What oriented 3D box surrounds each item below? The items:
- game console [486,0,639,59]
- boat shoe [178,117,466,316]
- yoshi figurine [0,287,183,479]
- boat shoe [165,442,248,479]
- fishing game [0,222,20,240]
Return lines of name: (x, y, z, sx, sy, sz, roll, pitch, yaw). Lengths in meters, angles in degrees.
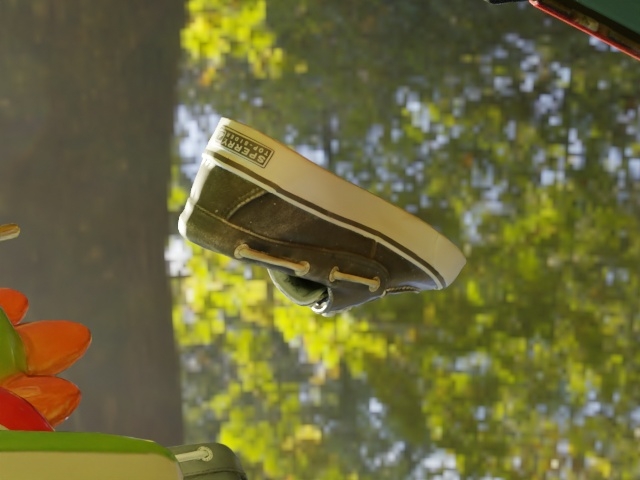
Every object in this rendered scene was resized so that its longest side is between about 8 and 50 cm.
game console: (0.090, -0.136, 0.653, 0.085, 0.124, 0.144, -4, -153, -4)
boat shoe: (0.000, 0.000, 0.923, 0.078, 0.070, 0.219, 28, -178, 37)
yoshi figurine: (-0.171, 0.084, 0.432, 0.203, 0.203, 0.362, 24, -170, -16)
boat shoe: (-0.194, 0.186, 1.128, 0.320, 0.116, 0.099, -2, -122, -12)
fishing game: (-0.229, 0.096, 0.781, 0.041, 0.264, 0.189, 43, -176, 4)
